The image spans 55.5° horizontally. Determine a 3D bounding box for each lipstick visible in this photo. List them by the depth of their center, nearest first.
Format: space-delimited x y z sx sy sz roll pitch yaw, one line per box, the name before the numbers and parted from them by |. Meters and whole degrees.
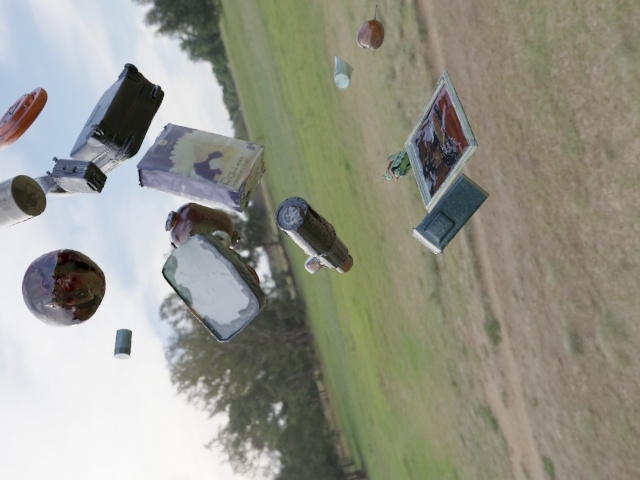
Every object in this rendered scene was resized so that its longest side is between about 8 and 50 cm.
lipstick | 0.000 0.000 1.269 0.299 0.081 0.081 43 -154 -57

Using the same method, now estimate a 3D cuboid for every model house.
model house | -0.248 0.096 1.681 0.271 0.190 0.301 47 -164 2

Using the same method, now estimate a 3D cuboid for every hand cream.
hand cream | 0.071 -0.526 1.891 0.078 0.050 0.205 31 -151 -14

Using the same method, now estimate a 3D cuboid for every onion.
onion | -0.846 0.168 2.004 0.195 0.272 0.272 -132 27 -69

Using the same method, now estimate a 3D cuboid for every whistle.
whistle | 0.010 0.053 1.828 0.057 0.107 0.220 46 167 -4

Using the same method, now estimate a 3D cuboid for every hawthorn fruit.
hawthorn fruit | 0.125 -0.515 1.472 0.067 0.066 0.103 -112 33 -70

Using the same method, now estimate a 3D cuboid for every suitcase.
suitcase | -0.592 -0.158 1.488 0.086 0.126 0.059 61 -142 -60
suitcase | -0.746 -0.428 2.213 0.188 0.339 0.345 33 -121 -32

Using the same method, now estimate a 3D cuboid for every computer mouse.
computer mouse | -0.812 -0.186 1.936 0.295 0.168 0.087 6 117 54

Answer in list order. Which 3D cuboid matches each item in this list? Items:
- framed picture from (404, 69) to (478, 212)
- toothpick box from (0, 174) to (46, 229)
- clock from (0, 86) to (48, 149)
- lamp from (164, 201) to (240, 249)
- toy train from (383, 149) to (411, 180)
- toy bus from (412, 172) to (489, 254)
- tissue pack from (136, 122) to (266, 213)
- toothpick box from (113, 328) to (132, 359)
framed picture | 0.267 -0.222 1.407 0.273 0.016 0.216 113 148 -58
toothpick box | -0.788 -0.085 1.510 0.111 0.180 0.111 -18 -90 -72
clock | -0.809 -0.330 1.629 0.051 0.205 0.205 43 -163 -34
lamp | -0.404 -0.029 2.091 0.180 0.258 0.180 -43 37 45
toy train | 0.319 -0.308 2.535 0.074 0.118 0.176 51 -140 -19
toy bus | 0.451 -0.090 2.121 0.138 0.275 0.167 41 -176 7
tissue pack | -0.361 -0.229 1.899 0.125 0.343 0.242 97 -171 -46
toothpick box | -0.611 0.321 1.885 0.052 0.052 0.083 79 -175 -59
